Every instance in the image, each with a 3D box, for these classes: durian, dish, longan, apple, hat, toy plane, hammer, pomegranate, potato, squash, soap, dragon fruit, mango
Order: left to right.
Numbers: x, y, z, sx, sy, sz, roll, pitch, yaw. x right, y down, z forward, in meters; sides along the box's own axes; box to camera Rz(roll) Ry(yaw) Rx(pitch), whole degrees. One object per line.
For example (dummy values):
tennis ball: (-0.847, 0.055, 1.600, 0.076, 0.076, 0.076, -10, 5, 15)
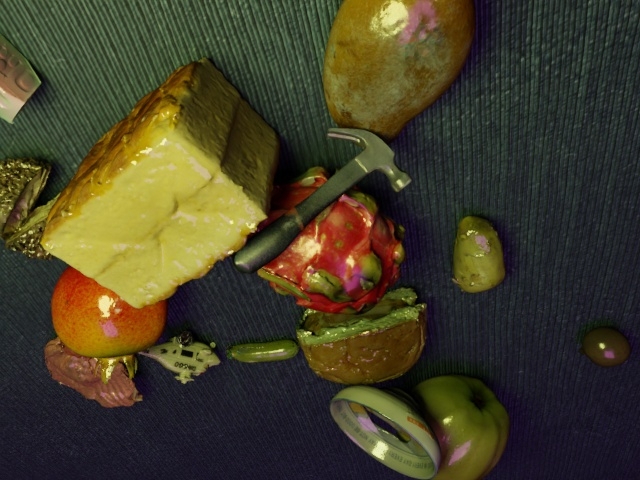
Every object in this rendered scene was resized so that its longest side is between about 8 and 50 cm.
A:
soap: (-0.478, -0.251, 0.714, 0.056, 0.100, 0.149, -27, 125, 19)
durian: (-0.500, -0.050, 0.864, 0.195, 0.167, 0.196, 16, 131, 19)
hat: (-0.535, 0.278, 1.150, 0.236, 0.107, 0.287, 12, 137, 0)
pomegranate: (-0.396, 0.140, 0.950, 0.220, 0.221, 0.257, -4, 86, 2)
toy plane: (-0.356, 0.254, 1.114, 0.286, 0.108, 0.092, 24, 147, -32)
squash: (-0.140, 0.266, 1.192, 0.183, 0.052, 0.052, -4, 130, 6)
hammer: (-0.015, -0.055, 0.729, 0.289, 0.037, 0.137, -38, 86, -8)
dragon fruit: (-0.001, 0.003, 0.864, 0.302, 0.237, 0.231, 19, 84, 1)
mango: (0.100, -0.254, 0.711, 0.192, 0.146, 0.316, 8, 147, -10)
dish: (0.167, 0.404, 1.137, 0.273, 0.134, 0.274, 27, 144, 22)
apple: (0.329, 0.475, 1.255, 0.278, 0.279, 0.279, -1, 130, -1)
potato: (0.313, 0.030, 0.987, 0.105, 0.085, 0.188, 2, 130, 26)
longan: (0.672, 0.254, 1.179, 0.113, 0.092, 0.113, 2, 155, 1)

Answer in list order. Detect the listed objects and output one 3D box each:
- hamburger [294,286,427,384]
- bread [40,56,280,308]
hamburger: (0.098, 0.231, 1.116, 0.308, 0.133, 0.211, -14, 127, 8)
bread: (-0.225, -0.089, 0.748, 0.279, 0.279, 0.207, -30, 122, 23)
